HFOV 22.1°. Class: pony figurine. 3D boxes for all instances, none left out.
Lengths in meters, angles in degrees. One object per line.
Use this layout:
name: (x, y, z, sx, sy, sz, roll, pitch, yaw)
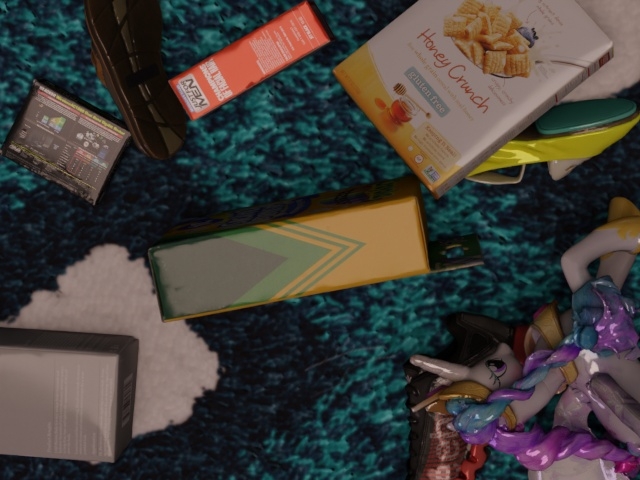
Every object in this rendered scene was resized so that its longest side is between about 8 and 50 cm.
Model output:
pony figurine: (0.301, 0.162, 1.634, 0.363, 0.303, 0.351, -39, 87, -28)

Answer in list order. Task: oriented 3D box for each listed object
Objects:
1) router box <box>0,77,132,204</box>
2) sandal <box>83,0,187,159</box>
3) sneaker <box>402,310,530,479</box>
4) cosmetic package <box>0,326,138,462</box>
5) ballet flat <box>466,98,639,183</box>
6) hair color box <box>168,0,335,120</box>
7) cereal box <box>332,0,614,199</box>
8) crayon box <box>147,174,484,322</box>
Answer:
router box: (-0.273, -0.108, 1.777, 0.122, 0.038, 0.092, 29, 100, -1)
sandal: (-0.204, -0.192, 1.749, 0.090, 0.060, 0.219, -29, 107, -36)
sneaker: (0.132, 0.197, 1.767, 0.135, 0.097, 0.276, 26, 98, -1)
cosmetic package: (-0.328, 0.165, 1.793, 0.237, 0.107, 0.127, 6, 99, 6)
ballet flat: (0.224, -0.099, 1.734, 0.230, 0.077, 0.077, -6, 117, 8)
hair color box: (-0.070, -0.190, 1.723, 0.167, 0.093, 0.053, -31, 95, 7)
cereal box: (0.157, -0.183, 1.692, 0.240, 0.047, 0.173, -40, 74, 2)
crayon box: (0.000, 0.000, 1.692, 0.322, 0.203, 0.083, -10, 98, 5)
